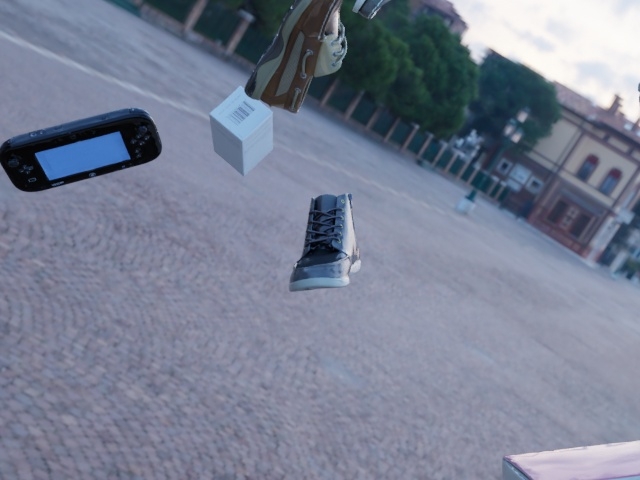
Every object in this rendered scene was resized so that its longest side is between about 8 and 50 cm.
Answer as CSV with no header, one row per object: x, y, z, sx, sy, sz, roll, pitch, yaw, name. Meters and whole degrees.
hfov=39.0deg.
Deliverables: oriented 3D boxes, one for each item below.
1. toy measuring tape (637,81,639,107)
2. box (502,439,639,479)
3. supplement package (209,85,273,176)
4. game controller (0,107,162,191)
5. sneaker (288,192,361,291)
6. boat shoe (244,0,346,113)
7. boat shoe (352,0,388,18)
0.640,-0.142,1.644,0.121,0.121,0.330,-117,-170,-73,toy measuring tape
0.349,0.334,1.086,0.232,0.149,0.127,-4,5,-10,box
-0.180,-0.249,2.078,0.105,0.105,0.179,39,-20,13,supplement package
-0.491,-0.184,1.866,0.166,0.319,0.067,82,-9,-52,game controller
0.000,0.000,1.223,0.083,0.118,0.222,-6,7,11,sneaker
-0.012,-0.331,1.493,0.120,0.324,0.123,31,51,-8,boat shoe
0.181,-0.534,1.761,0.091,0.305,0.109,42,-17,-8,boat shoe
